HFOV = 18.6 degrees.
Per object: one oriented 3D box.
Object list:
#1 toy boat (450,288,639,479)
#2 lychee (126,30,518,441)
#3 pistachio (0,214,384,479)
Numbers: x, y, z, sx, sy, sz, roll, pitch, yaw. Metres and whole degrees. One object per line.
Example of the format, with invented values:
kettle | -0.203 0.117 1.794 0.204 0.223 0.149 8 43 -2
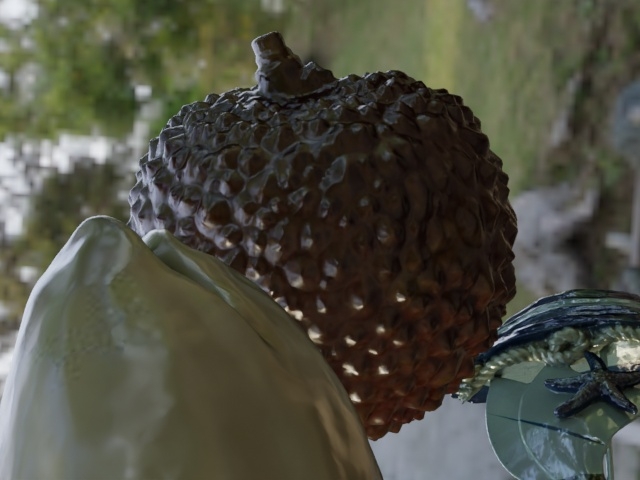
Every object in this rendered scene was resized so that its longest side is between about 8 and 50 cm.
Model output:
toy boat | 0.235 0.138 1.675 0.070 0.210 0.291 65 176 -32
lychee | 0.000 0.000 1.397 0.276 0.276 0.304 -59 -45 -74
pistachio | -0.065 0.151 0.889 0.226 0.208 0.331 2 99 54
